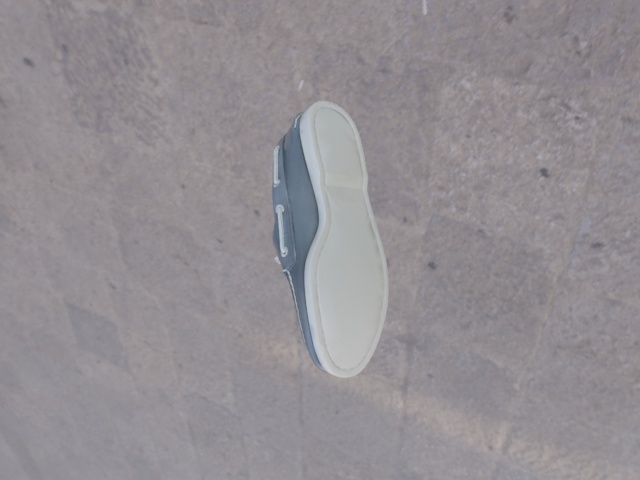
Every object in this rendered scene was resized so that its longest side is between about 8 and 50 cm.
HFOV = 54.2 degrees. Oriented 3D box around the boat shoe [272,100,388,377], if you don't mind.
[{"bbox_3d":[0.000,0.000,0.727,0.099,0.116,0.319,-22,67,46],"label":"boat shoe"}]
